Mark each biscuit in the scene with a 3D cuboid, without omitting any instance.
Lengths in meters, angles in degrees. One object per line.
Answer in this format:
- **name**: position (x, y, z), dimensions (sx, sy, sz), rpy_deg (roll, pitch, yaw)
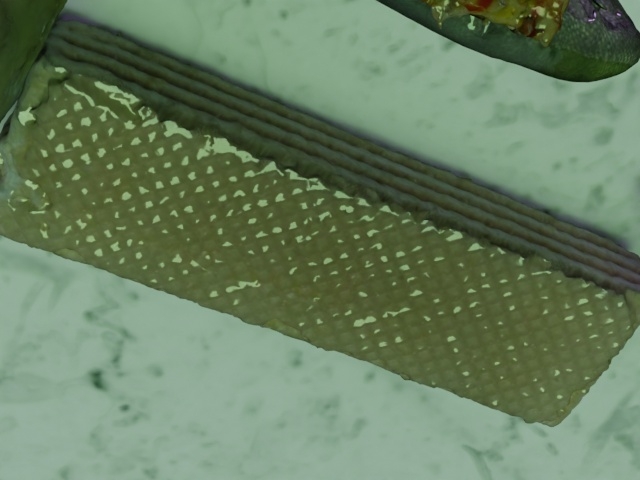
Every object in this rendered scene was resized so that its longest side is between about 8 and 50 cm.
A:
- **biscuit**: position (0.000, 0.000, 0.850), dimensions (0.426, 0.078, 0.144), rpy_deg (22, 122, -15)

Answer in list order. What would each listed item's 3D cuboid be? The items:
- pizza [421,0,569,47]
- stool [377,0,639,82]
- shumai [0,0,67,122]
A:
- **pizza**: position (0.058, -0.104, 0.444), dimensions (0.100, 0.029, 0.099), rpy_deg (-37, 115, 10)
- **stool**: position (0.035, -0.252, 0.553), dimensions (0.310, 0.310, 0.226), rpy_deg (26, 113, -19)
- **shumai**: position (-0.183, -0.136, 0.686), dimensions (0.222, 0.225, 0.260), rpy_deg (-6, 147, -16)
